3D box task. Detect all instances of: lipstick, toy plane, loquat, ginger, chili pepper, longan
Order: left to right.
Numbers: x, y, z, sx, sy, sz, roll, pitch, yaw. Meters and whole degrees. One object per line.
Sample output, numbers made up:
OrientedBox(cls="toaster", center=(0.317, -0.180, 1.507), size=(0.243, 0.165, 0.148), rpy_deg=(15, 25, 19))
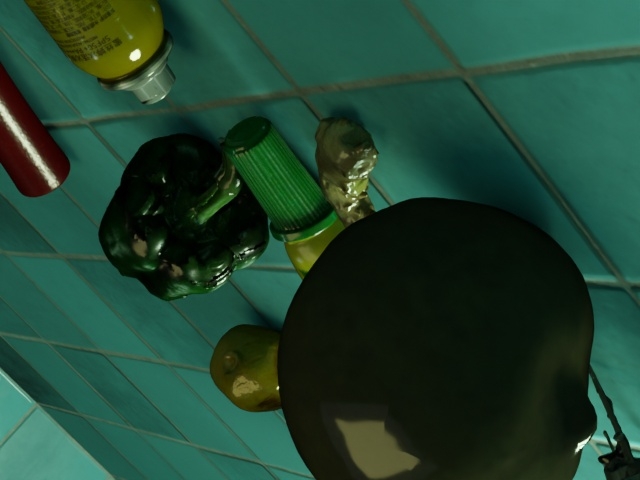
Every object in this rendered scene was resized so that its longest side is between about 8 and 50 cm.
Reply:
OrientedBox(cls="lipstick", center=(-0.395, -0.155, 1.932), size=(0.080, 0.080, 0.241), rpy_deg=(21, 152, 39))
OrientedBox(cls="chili pepper", center=(-0.145, -0.030, 1.664), size=(0.174, 0.165, 0.261), rpy_deg=(52, 156, 0))
OrientedBox(cls="loquat", center=(-0.076, 0.170, 2.013), size=(0.137, 0.113, 0.137), rpy_deg=(17, 167, 4))
OrientedBox(cls="ginger", center=(0.026, -0.063, 1.472), size=(0.069, 0.051, 0.173), rpy_deg=(37, 164, 23))
OrientedBox(cls="longan", center=(0.102, 0.109, 1.336), size=(0.297, 0.297, 0.297), rpy_deg=(33, 158, 15))
OrientedBox(cls="toy plane", center=(0.294, 0.217, 1.452), size=(0.226, 0.058, 0.226), rpy_deg=(14, -125, -79))

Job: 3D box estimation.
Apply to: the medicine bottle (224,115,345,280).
OrientedBox(cls="medicine bottle", center=(0.000, 0.000, 1.593), size=(0.111, 0.076, 0.309), rpy_deg=(5, 141, 46))

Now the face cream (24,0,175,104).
OrientedBox(cls="face cream", center=(-0.241, -0.264, 1.425), size=(0.105, 0.105, 0.348), rpy_deg=(14, 147, 48))
